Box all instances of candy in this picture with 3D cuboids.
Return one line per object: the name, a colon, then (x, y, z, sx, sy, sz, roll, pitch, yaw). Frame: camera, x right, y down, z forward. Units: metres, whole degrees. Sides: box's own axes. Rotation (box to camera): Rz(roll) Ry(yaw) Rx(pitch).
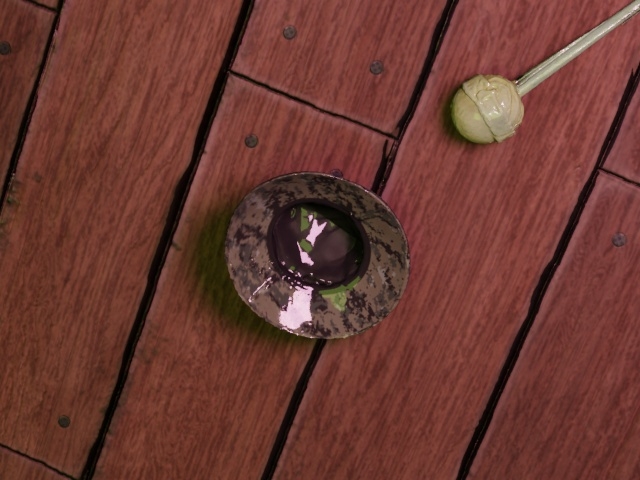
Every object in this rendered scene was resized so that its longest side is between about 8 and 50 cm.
candy: (0.320, -0.243, 1.879, 0.335, 0.093, 0.092, -36, 135, 10)

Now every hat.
hat: (0.000, 0.000, 1.977, 0.265, 0.128, 0.266, 2, 115, 4)
